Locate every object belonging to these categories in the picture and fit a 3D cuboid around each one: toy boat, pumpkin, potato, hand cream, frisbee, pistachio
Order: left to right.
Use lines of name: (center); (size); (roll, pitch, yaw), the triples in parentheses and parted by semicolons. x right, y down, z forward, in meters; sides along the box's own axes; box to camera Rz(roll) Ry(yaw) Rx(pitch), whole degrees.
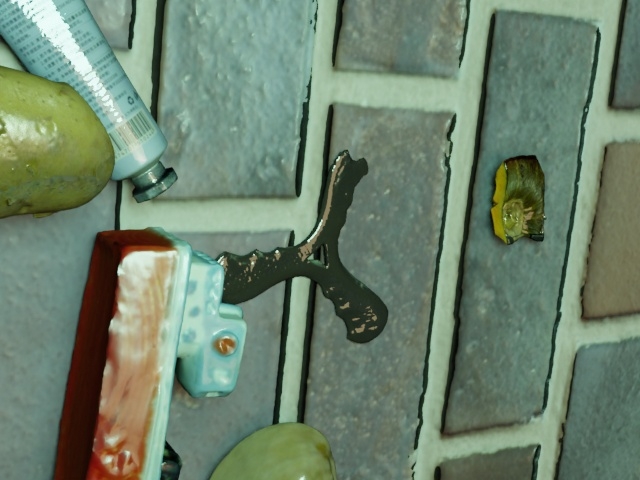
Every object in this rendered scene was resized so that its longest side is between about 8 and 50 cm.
potato: (-0.250, -0.073, 0.846); (0.176, 0.137, 0.137); (-7, 106, -33)
hand cream: (-0.205, -0.153, 0.904); (0.091, 0.058, 0.271); (-37, 111, -14)
toy boat: (-0.148, 0.158, 0.960); (0.133, 0.145, 0.331); (9, 95, -25)
pistachio: (-0.054, 0.263, 1.071); (0.126, 0.108, 0.185); (38, 90, -5)
frisbee: (0.000, 0.000, 1.086); (0.211, 0.012, 0.187); (14, 95, -31)
pumpkin: (0.212, -0.044, 1.188); (0.073, 0.035, 0.101); (-12, 105, -39)
